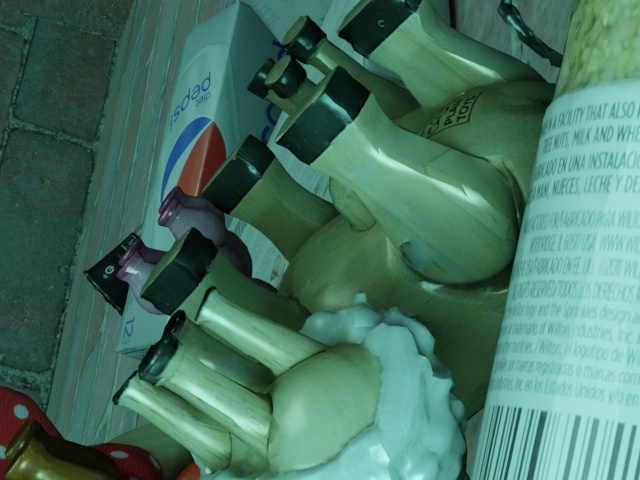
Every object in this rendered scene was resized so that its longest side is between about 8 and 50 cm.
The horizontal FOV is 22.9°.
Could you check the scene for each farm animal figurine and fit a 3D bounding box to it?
[{"bbox_3d":[0.025,0.026,0.625,0.330,0.172,0.327,-59,11,-32],"label":"farm animal figurine"}]

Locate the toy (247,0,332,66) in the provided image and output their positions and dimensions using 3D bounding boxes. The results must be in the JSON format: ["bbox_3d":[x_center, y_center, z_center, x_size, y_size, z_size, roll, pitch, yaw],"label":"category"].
[{"bbox_3d":[-0.037,-0.219,1.118,0.056,0.237,0.137,-38,6,-19],"label":"toy"}]

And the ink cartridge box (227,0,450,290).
[{"bbox_3d":[0.000,0.000,1.006,0.296,0.066,0.261,117,162,-45],"label":"ink cartridge box"}]

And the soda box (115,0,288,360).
[{"bbox_3d":[-0.075,-0.037,1.258,0.091,0.098,0.286,-16,58,56],"label":"soda box"}]

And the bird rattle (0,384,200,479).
[{"bbox_3d":[-0.059,0.120,0.764,0.207,0.253,0.143,26,112,49],"label":"bird rattle"}]

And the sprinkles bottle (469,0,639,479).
[{"bbox_3d":[0.106,0.020,0.411,0.121,0.121,0.355,158,125,-74],"label":"sprinkles bottle"}]

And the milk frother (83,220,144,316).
[{"bbox_3d":[-0.109,0.039,1.381,0.134,0.129,0.143,-42,-23,-7],"label":"milk frother"}]
